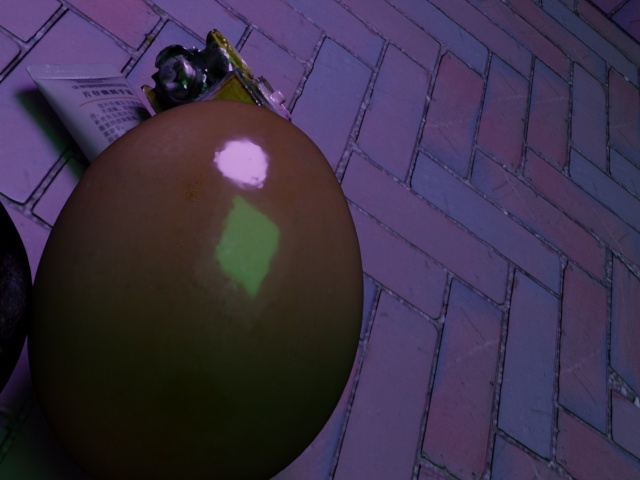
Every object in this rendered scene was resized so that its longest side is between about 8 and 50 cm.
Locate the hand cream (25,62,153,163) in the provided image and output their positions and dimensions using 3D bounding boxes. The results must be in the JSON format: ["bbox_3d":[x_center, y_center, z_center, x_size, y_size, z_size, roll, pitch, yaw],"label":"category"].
[{"bbox_3d":[-0.220,-0.097,1.026,0.139,0.089,0.314,-12,64,-52],"label":"hand cream"}]

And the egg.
[{"bbox_3d":[-0.108,0.055,0.810,0.301,0.301,0.374,18,90,-29],"label":"egg"}]

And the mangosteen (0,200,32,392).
[{"bbox_3d":[-0.357,0.025,0.651,0.275,0.302,0.275,4,65,-9],"label":"mangosteen"}]

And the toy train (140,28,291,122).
[{"bbox_3d":[-0.100,-0.133,1.057,0.177,0.134,0.261,54,8,29],"label":"toy train"}]
